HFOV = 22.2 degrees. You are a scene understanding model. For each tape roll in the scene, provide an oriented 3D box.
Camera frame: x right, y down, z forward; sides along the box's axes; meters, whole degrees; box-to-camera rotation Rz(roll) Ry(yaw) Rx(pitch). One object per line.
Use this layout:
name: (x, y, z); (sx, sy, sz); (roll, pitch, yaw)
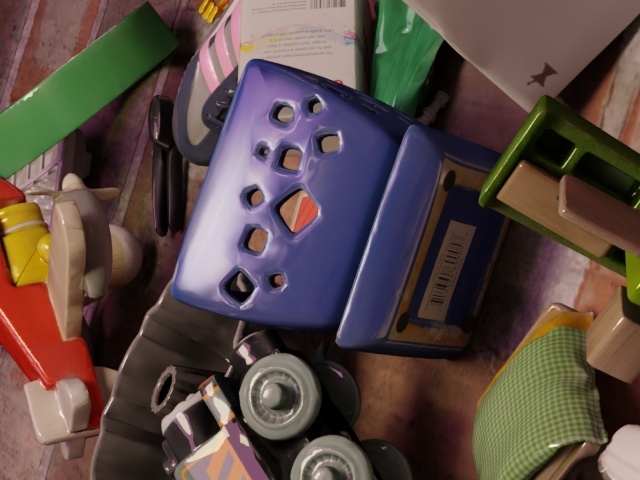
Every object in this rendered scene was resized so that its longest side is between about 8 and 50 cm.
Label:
tape roll: (-0.340, -0.201, 2.228); (0.321, 0.077, 0.321); (-35, 10, 8)

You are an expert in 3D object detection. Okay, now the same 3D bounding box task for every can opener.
can opener: (-0.203, -0.096, 2.145); (0.059, 0.073, 0.186); (-12, 75, 49)

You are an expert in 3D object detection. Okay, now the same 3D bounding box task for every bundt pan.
bundt pan: (-0.113, 0.178, 1.713); (0.331, 0.124, 0.331); (-48, 27, 35)

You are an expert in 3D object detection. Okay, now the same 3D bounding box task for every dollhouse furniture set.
dollhouse furniture set: (0.157, 0.074, 1.282); (0.301, 0.151, 0.197); (-58, 7, 28)

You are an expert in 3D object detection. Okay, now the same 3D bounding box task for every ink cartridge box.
ink cartridge box: (-0.014, -0.193, 1.751); (0.127, 0.128, 0.176); (69, -160, -63)

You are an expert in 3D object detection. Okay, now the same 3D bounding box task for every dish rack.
dish rack: (-0.434, -0.005, 2.477); (0.285, 0.072, 0.333); (-23, 56, 53)

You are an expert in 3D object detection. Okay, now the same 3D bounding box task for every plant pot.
plant pot: (0.038, -0.014, 1.489); (0.212, 0.236, 0.236); (21, 94, 30)

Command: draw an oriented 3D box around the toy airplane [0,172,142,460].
toy airplane: (-0.330, 0.082, 2.100); (0.386, 0.272, 0.384); (14, 131, 53)

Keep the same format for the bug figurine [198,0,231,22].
bug figurine: (-0.064, -0.402, 2.041); (0.279, 0.072, 0.216); (-56, 40, 19)

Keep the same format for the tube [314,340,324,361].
tube: (-0.015, 0.206, 1.684); (0.080, 0.052, 0.207); (-42, 37, 36)

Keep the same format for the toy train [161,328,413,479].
toy train: (-0.013, 0.246, 1.446); (0.190, 0.142, 0.334); (-39, 70, 13)

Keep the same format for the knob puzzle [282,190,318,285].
knob puzzle: (0.000, 0.000, 1.776); (0.213, 0.030, 0.213); (-34, 48, 49)

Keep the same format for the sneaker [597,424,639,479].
sneaker: (0.310, 0.172, 1.114); (0.129, 0.111, 0.297); (-59, 31, -9)

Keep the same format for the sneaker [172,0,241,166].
sneaker: (-0.079, -0.205, 1.930); (0.319, 0.112, 0.131); (-61, 29, 23)

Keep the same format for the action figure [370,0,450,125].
action figure: (0.087, -0.143, 1.665); (0.137, 0.063, 0.232); (-11, 62, 56)

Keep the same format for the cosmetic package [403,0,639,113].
cosmetic package: (0.103, -0.336, 1.537); (0.161, 0.230, 0.453); (-45, 38, 13)
